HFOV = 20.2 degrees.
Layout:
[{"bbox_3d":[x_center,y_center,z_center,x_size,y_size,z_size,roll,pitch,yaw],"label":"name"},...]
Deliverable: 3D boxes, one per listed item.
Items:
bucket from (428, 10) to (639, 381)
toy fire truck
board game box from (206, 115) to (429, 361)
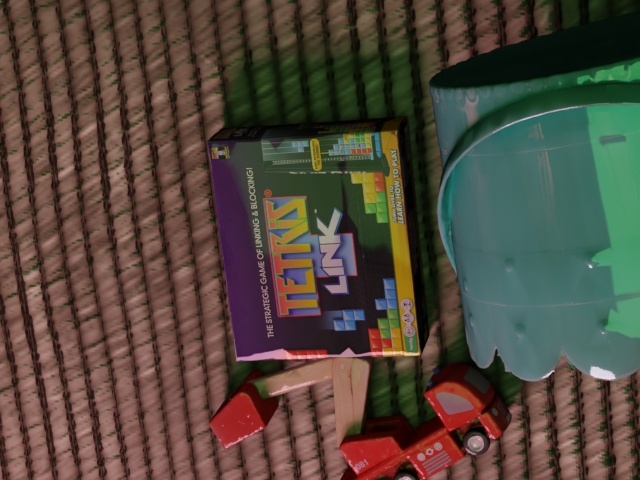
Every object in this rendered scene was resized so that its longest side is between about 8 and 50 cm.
[{"bbox_3d":[0.203,-0.042,1.130,0.281,0.281,0.183,-12,101,16],"label":"bucket"},{"bbox_3d":[0.029,0.129,1.330,0.192,0.047,0.135,-33,97,19],"label":"toy fire truck"},{"bbox_3d":[0.000,0.000,1.296,0.141,0.048,0.170,-4,106,12],"label":"board game box"}]
